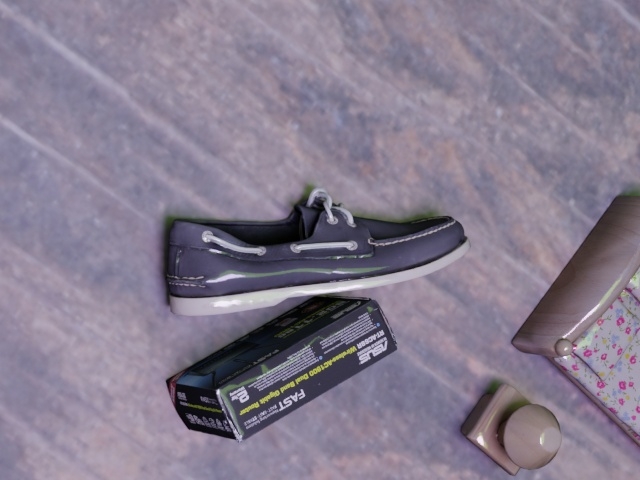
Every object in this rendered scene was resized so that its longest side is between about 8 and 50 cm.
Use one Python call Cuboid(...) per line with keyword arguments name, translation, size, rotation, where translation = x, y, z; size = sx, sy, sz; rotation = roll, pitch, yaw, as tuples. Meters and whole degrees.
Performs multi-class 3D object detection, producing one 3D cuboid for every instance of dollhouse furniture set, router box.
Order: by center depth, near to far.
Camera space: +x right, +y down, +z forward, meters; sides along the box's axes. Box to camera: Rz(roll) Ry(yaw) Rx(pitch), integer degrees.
Cuboid(name="router box", translation=(-0.026, 0.078, 1.208), size=(0.122, 0.092, 0.038), rotation=(-30, 102, -22))
Cuboid(name="dollhouse furniture set", translation=(0.292, 0.141, 1.309), size=(0.303, 0.174, 0.355), rotation=(42, 74, -19))

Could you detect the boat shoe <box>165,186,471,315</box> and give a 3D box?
Cuboid(name="boat shoe", translation=(0.000, 0.000, 1.230), size=(0.206, 0.075, 0.065), rotation=(-11, 98, -20))
